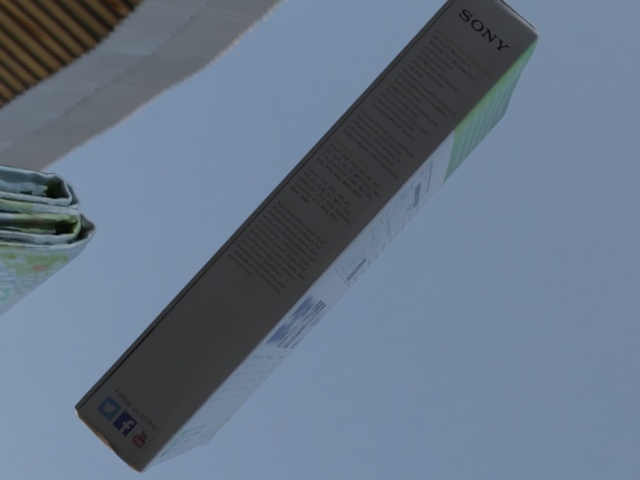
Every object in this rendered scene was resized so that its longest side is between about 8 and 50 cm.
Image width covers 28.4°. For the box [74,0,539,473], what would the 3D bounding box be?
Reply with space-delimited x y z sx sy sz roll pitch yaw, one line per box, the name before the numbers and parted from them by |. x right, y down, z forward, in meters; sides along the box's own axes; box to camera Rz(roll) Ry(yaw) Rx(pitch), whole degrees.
box | 0.000 0.000 0.785 0.058 0.232 0.322 43 -92 6

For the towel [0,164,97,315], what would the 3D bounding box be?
towel | -0.401 0.036 0.966 0.374 0.320 0.090 -31 -118 33
